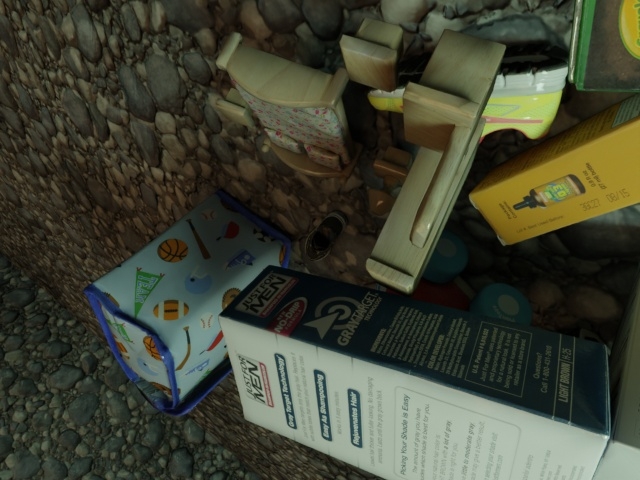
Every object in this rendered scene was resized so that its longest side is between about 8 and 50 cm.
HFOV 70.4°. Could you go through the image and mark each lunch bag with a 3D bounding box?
[{"bbox_3d":[-0.240,0.156,0.926,0.238,0.328,0.386,37,142,15],"label":"lunch bag"}]

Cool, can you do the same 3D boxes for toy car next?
[{"bbox_3d":[0.120,0.145,0.629,0.210,0.237,0.219,46,147,18],"label":"toy car"}]

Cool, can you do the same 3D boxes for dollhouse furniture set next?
[{"bbox_3d":[-0.033,-0.095,0.481,0.355,0.174,0.303,24,173,15],"label":"dollhouse furniture set"}]

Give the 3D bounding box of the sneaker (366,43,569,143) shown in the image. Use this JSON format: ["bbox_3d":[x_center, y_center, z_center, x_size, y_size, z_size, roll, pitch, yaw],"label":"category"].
[{"bbox_3d":[0.143,-0.141,0.479,0.208,0.081,0.094,13,140,36],"label":"sneaker"}]

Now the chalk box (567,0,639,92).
[{"bbox_3d":[0.249,-0.197,0.244,0.288,0.179,0.180,16,137,33],"label":"chalk box"}]

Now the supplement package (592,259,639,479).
[{"bbox_3d":[0.375,0.162,0.410,0.199,0.263,0.198,15,136,32],"label":"supplement package"}]

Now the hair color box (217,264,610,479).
[{"bbox_3d":[0.076,0.151,0.465,0.346,0.105,0.174,11,125,25],"label":"hair color box"}]

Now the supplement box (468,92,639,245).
[{"bbox_3d":[0.265,-0.073,0.436,0.078,0.080,0.233,50,141,-9],"label":"supplement box"}]

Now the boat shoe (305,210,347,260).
[{"bbox_3d":[0.000,0.000,0.783,0.049,0.040,0.142,40,143,4],"label":"boat shoe"}]

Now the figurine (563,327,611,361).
[{"bbox_3d":[0.267,0.230,0.625,0.092,0.215,0.209,49,145,-5],"label":"figurine"}]
